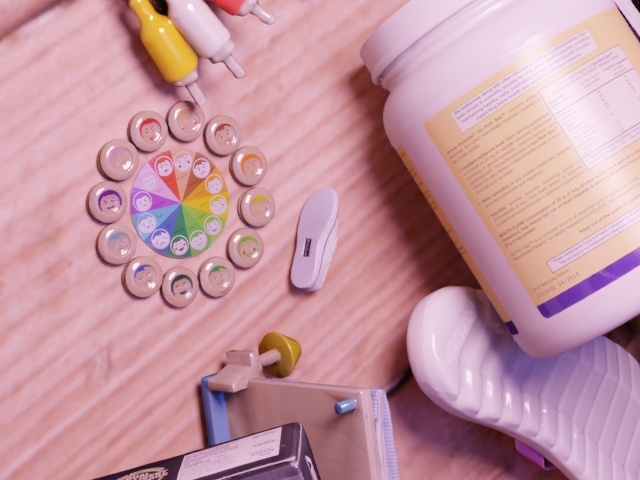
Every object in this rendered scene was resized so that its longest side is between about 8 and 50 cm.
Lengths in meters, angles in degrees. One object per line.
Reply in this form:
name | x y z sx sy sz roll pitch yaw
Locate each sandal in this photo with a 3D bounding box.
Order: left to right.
sandal | 0.225 0.160 1.423 0.416 0.102 0.169 35 58 -32

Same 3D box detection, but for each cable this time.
cable | -0.158 -0.250 1.179 0.287 0.072 0.139 40 89 -28

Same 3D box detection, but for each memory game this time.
memory game | -0.121 -0.033 1.252 0.186 0.012 0.186 -1 93 -31

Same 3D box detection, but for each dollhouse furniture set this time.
dollhouse furniture set | 0.073 0.224 1.234 0.198 0.286 0.304 -13 97 -43

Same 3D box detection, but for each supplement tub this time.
supplement tub | 0.207 -0.087 1.279 0.241 0.241 0.331 -30 86 -27

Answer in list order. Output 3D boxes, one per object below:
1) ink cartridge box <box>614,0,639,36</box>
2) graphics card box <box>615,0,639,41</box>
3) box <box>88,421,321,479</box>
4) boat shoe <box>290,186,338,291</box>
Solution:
ink cartridge box | 0.337 -0.269 1.370 0.189 0.066 0.232 47 61 -22
graphics card box | 0.390 -0.215 1.508 0.370 0.094 0.233 -7 95 -30
box | -0.156 0.346 1.089 0.394 0.097 0.318 -17 101 4
boat shoe | 0.000 0.000 1.319 0.035 0.035 0.100 25 73 -57
